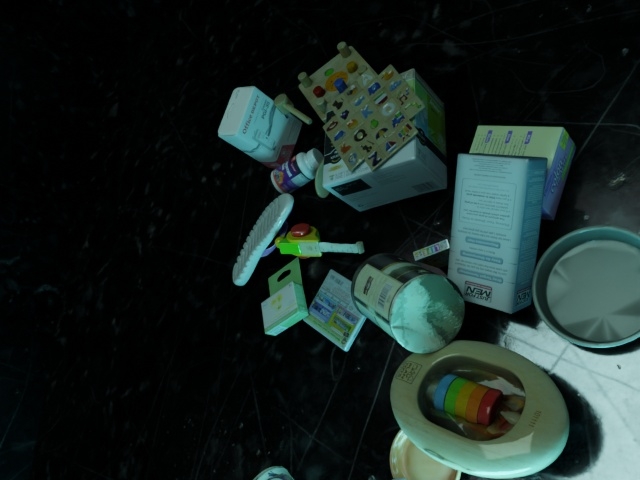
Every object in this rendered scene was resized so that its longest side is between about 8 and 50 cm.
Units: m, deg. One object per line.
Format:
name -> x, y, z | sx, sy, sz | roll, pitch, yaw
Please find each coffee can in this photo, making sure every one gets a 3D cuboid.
coffee can -> 0.221, 0.157, 1.469 | 0.201, 0.202, 0.275 | -61, 20, 0

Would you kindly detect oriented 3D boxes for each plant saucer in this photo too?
plant saucer -> 0.271, 0.562, 1.421 | 0.200, 0.037, 0.199 | -18, 59, 33

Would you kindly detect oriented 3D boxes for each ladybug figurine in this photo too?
ladybug figurine -> 0.363, 0.396, 1.307 | 0.449, 0.162, 0.305 | 14, 62, 48

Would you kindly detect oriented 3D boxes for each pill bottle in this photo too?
pill bottle -> -0.079, -0.257, 2.049 | 0.194, 0.108, 0.108 | -30, 54, 27

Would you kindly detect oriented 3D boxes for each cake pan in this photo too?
cake pan -> 0.650, 0.109, 1.298 | 0.293, 0.054, 0.293 | -18, 59, 34

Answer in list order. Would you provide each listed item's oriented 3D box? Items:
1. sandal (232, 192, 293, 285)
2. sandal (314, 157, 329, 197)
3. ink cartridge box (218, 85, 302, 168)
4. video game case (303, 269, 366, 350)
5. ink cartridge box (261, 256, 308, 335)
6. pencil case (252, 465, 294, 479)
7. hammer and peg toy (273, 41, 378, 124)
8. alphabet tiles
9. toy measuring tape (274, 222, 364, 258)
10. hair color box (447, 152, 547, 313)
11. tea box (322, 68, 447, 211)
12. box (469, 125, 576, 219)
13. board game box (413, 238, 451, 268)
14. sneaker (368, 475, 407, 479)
sandal -> -0.195, -0.001, 2.044 | 0.416, 0.102, 0.169 | -53, 30, 25
sandal -> 0.054, -0.265, 1.955 | 0.079, 0.088, 0.239 | 0, 65, 47
ink cartridge box -> -0.226, -0.427, 2.131 | 0.117, 0.283, 0.207 | 9, 77, 43
video game case -> 0.059, 0.218, 1.771 | 0.212, 0.023, 0.193 | 29, 90, 43
ink cartridge box -> -0.132, 0.186, 1.909 | 0.171, 0.056, 0.235 | -36, 50, 31
pencil case -> -0.062, 0.821, 1.496 | 0.183, 0.160, 0.410 | -50, 47, -1
hammer and peg toy -> 0.025, -0.539, 2.044 | 0.361, 0.127, 0.266 | -36, 50, 8
alphabet tiles -> 0.151, -0.369, 1.669 | 0.285, 0.011, 0.342 | -41, 50, 18
toy measuring tape -> 0.000, 0.000, 1.883 | 0.330, 0.121, 0.121 | 0, 70, 23
hair color box -> 0.437, -0.026, 1.396 | 0.185, 0.114, 0.374 | 14, 106, 43
tea box -> 0.203, -0.306, 1.756 | 0.329, 0.220, 0.323 | -13, 63, 35
box -> 0.524, -0.187, 1.500 | 0.243, 0.117, 0.213 | 12, 79, 44
board game box -> 0.336, 0.038, 1.527 | 0.104, 0.154, 0.026 | -25, 66, 31
sneaker -> 0.176, 0.725, 1.391 | 0.153, 0.101, 0.268 | -19, 74, 55
